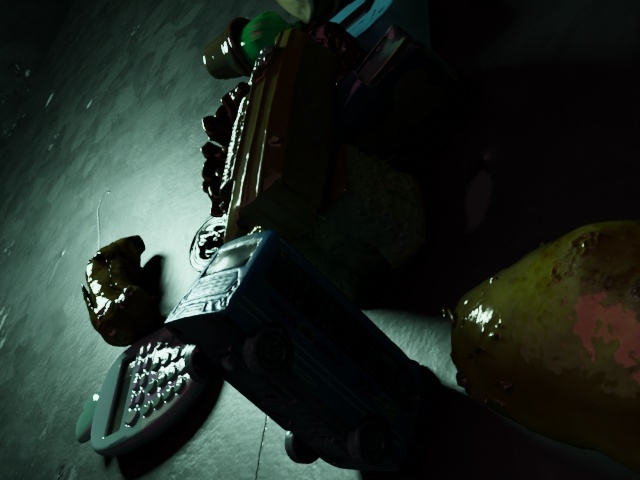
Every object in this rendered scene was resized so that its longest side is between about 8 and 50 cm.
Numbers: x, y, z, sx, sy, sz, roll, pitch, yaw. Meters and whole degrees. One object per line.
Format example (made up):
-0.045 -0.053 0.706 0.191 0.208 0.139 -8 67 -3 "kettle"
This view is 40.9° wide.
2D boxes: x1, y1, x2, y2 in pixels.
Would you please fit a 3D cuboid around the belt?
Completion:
-0.142 0.009 1.263 0.140 0.058 0.105 -8 59 52 "belt"

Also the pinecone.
-0.073 -0.116 1.135 0.186 0.168 0.212 -84 1 -48 "pinecone"

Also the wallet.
0.067 -0.155 1.041 0.202 0.141 0.059 -47 57 15 "wallet"

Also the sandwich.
0.000 0.000 1.012 0.235 0.122 0.128 -41 30 30 "sandwich"

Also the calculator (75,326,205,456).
-0.257 0.217 1.247 0.298 0.041 0.186 -32 38 32 "calculator"

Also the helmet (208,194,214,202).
-0.153 -0.098 1.382 0.089 0.057 0.111 -24 43 46 "helmet"

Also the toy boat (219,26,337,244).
-0.051 -0.111 0.962 0.115 0.089 0.310 -28 44 38 "toy boat"

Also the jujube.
0.038 -0.208 1.116 0.104 0.166 0.104 -24 24 12 "jujube"

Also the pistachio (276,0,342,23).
-0.028 -0.457 1.476 0.137 0.153 0.238 -14 36 -8 "pistachio"

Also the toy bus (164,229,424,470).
-0.014 0.111 0.805 0.113 0.246 0.134 -16 37 49 "toy bus"

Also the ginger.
-0.327 0.090 1.408 0.133 0.107 0.309 -46 29 6 "ginger"

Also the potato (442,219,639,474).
0.216 0.072 0.609 0.300 0.140 0.173 7 72 53 "potato"

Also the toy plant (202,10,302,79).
-0.113 -0.354 1.534 0.200 0.105 0.143 -16 32 25 "toy plant"

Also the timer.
0.062 -0.293 1.271 0.232 0.091 0.250 -34 26 35 "timer"
